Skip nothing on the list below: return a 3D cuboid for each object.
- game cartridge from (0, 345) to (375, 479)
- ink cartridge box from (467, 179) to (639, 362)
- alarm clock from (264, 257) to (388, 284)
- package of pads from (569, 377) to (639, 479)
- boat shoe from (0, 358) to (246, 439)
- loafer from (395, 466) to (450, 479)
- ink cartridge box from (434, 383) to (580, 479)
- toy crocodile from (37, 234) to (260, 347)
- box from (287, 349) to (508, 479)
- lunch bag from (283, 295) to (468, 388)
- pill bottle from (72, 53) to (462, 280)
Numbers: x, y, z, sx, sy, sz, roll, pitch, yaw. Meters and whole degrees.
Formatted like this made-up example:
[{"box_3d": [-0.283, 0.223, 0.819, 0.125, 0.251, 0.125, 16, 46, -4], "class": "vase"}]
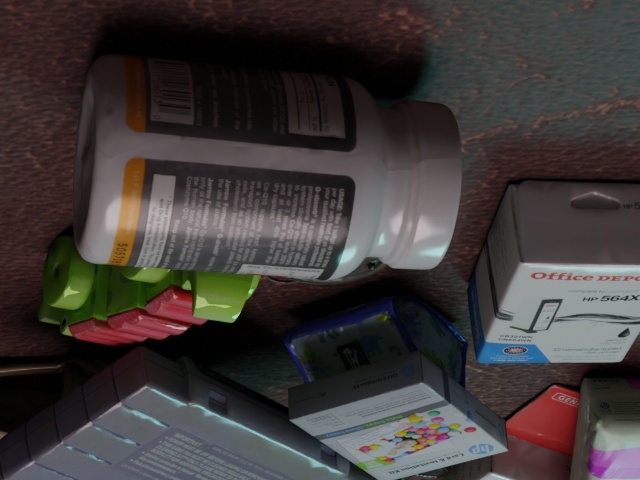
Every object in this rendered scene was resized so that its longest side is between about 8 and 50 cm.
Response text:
[{"box_3d": [-0.131, 0.224, 1.781, 0.230, 0.068, 0.355, -37, 139, 20], "class": "game cartridge"}, {"box_3d": [0.226, 0.033, 1.665, 0.148, 0.086, 0.203, 0, 152, -7], "class": "ink cartridge box"}, {"box_3d": [0.000, 0.000, 1.612, 0.129, 0.064, 0.192, 10, 152, -23], "class": "alarm clock"}, {"box_3d": [0.393, 0.282, 2.021, 0.229, 0.101, 0.296, -1, 125, -5], "class": "package of pads"}, {"box_3d": [-0.233, 0.179, 1.848, 0.341, 0.122, 0.110, -3, 152, 3], "class": "boat shoe"}, {"box_3d": [0.082, 0.254, 2.081, 0.170, 0.061, 0.062, 17, 144, -34], "class": "loafer"}, {"box_3d": [0.319, 0.283, 2.111, 0.296, 0.066, 0.261, 19, 146, -19], "class": "ink cartridge box"}, {"box_3d": [-0.152, 0.043, 1.595, 0.115, 0.105, 0.340, 15, 160, -32], "class": "toy crocodile"}, {"box_3d": [0.077, 0.173, 1.768, 0.145, 0.038, 0.186, -18, 147, 24], "class": "box"}, {"box_3d": [0.056, 0.113, 1.796, 0.128, 0.096, 0.151, -20, 136, 27], "class": "lunch bag"}, {"box_3d": [-0.043, -0.052, 1.401, 0.278, 0.162, 0.162, 5, 150, -14], "class": "pill bottle"}]
